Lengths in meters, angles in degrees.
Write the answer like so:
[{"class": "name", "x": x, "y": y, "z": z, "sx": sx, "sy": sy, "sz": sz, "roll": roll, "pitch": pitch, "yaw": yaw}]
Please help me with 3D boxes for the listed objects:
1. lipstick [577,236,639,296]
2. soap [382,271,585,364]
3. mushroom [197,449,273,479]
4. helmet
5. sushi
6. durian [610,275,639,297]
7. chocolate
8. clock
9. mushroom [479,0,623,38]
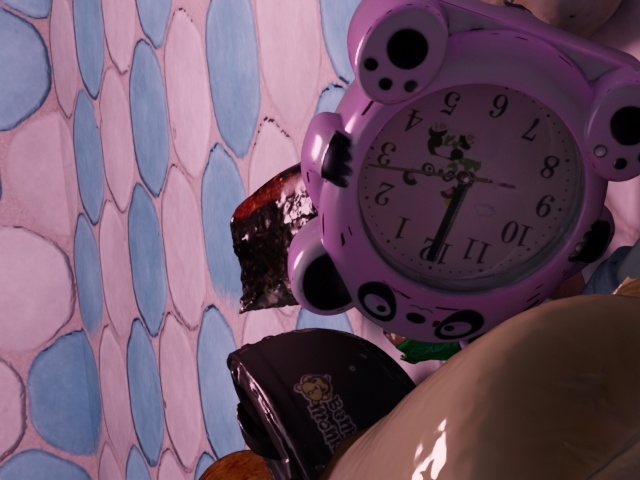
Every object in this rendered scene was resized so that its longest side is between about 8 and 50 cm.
[{"class": "lipstick", "x": 0.220, "y": 0.029, "z": 1.228, "sx": 0.274, "sy": 0.061, "sz": 0.068, "roll": 116, "pitch": 167, "yaw": -48}, {"class": "soap", "x": 0.114, "y": -0.010, "z": 1.467, "sx": 0.273, "sy": 0.098, "sz": 0.218, "roll": 129, "pitch": 132, "yaw": -64}, {"class": "mushroom", "x": -0.033, "y": 0.390, "z": 1.854, "sx": 0.345, "sy": 0.239, "sz": 0.345, "roll": 0, "pitch": -90, "yaw": -86}, {"class": "helmet", "x": 0.032, "y": 0.195, "z": 1.663, "sx": 0.279, "sy": 0.160, "sz": 0.230, "roll": 56, "pitch": 168, "yaw": 18}, {"class": "sushi", "x": 0.000, "y": 0.000, "z": 1.747, "sx": 0.225, "sy": 0.136, "sz": 0.126, "roll": -33, "pitch": 67, "yaw": 61}, {"class": "durian", "x": 0.238, "y": 0.035, "z": 1.133, "sx": 0.130, "sy": 0.066, "sz": 0.052, "roll": -25, "pitch": 74, "yaw": 33}, {"class": "chocolate", "x": 0.155, "y": 0.195, "z": 1.067, "sx": 0.314, "sy": 0.326, "sz": 0.297, "roll": 35, "pitch": 152, "yaw": 3}, {"class": "clock", "x": 0.098, "y": -0.041, "z": 1.249, "sx": 0.090, "sy": 0.227, "sz": 0.248, "roll": -95, "pitch": 25, "yaw": -65}, {"class": "mushroom", "x": 0.157, "y": -0.175, "z": 1.326, "sx": 0.092, "sy": 0.081, "sz": 0.223, "roll": 66, "pitch": 160, "yaw": 6}]
